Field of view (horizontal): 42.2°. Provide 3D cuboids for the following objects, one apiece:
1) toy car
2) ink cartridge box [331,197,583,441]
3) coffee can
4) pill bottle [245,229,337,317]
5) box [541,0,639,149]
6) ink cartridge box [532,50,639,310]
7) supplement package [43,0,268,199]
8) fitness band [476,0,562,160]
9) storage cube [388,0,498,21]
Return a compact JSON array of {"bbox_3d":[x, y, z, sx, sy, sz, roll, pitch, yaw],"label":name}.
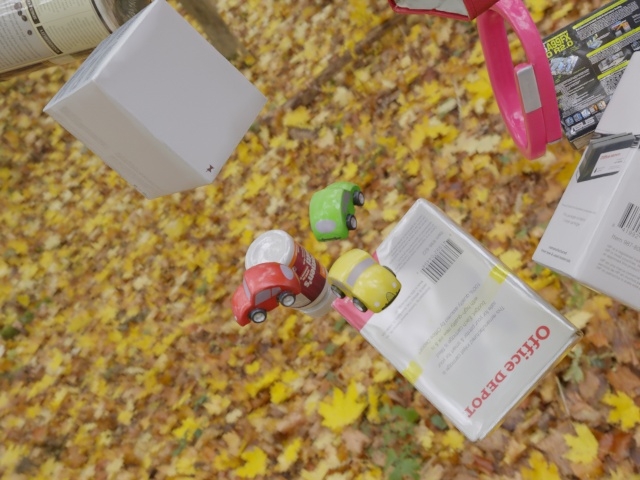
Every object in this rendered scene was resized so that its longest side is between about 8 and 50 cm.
[{"bbox_3d":[0.000,0.000,1.066,0.239,0.053,0.225,-8,47,29],"label":"toy car"},{"bbox_3d":[0.261,0.151,1.588,0.384,0.160,0.279,44,100,22],"label":"ink cartridge box"},{"bbox_3d":[-0.447,-0.390,1.371,0.275,0.201,0.201,-10,51,15],"label":"coffee can"},{"bbox_3d":[-0.057,0.078,1.808,0.121,0.221,0.121,-18,52,25],"label":"pill bottle"},{"bbox_3d":[0.541,-0.321,1.513,0.270,0.060,0.216,-27,67,21],"label":"box"},{"bbox_3d":[0.575,-0.075,1.349,0.395,0.285,0.166,-64,14,4],"label":"ink cartridge box"},{"bbox_3d":[-0.220,-0.178,1.100,0.203,0.194,0.149,-6,47,56],"label":"supplement package"},{"bbox_3d":[0.317,-0.265,1.336,0.054,0.291,0.209,-20,41,4],"label":"fitness band"},{"bbox_3d":[0.141,-0.354,0.814,0.193,0.215,0.183,-35,26,-7],"label":"storage cube"}]
